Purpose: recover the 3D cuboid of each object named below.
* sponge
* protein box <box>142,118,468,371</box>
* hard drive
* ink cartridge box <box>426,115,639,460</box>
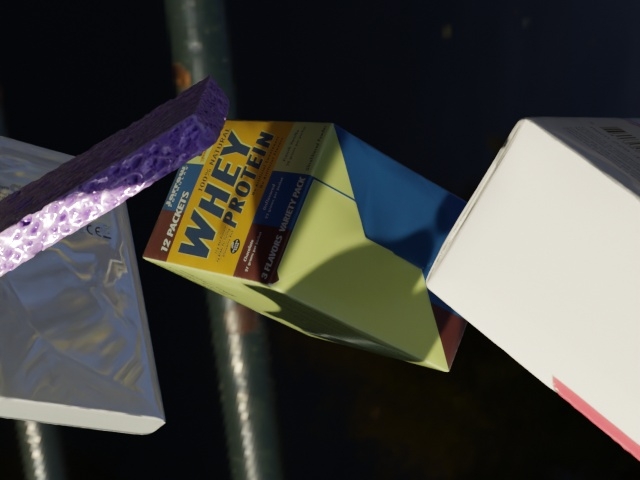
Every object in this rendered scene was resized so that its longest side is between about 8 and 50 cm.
[{"bbox_3d":[-0.165,-0.048,1.007,0.031,0.210,0.117,56,14,-18],"label":"sponge"},{"bbox_3d":[0.000,0.000,1.123,0.200,0.201,0.136,28,79,-34],"label":"protein box"},{"bbox_3d":[-0.309,0.046,1.553,0.233,0.047,0.353,15,49,-42],"label":"hard drive"},{"bbox_3d":[0.245,0.028,0.851,0.306,0.226,0.131,-6,129,-56],"label":"ink cartridge box"}]
